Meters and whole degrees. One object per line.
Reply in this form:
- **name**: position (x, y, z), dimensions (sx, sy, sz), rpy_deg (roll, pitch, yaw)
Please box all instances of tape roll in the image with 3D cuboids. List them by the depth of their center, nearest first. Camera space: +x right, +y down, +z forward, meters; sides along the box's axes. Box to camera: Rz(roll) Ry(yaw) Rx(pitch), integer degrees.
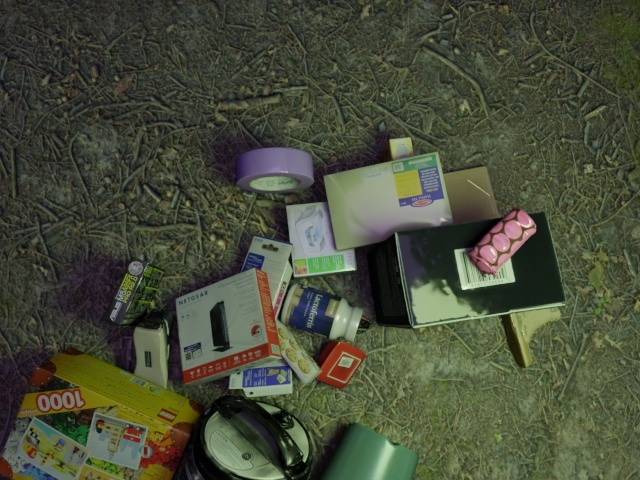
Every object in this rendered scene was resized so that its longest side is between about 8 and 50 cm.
- **tape roll**: position (-0.162, -0.243, 1.733), dimensions (0.274, 0.275, 0.090), rpy_deg (-3, 81, -6)

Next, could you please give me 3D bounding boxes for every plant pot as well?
- **plant pot**: position (0.145, 0.800, 1.587), dimensions (0.341, 0.341, 0.334), rpy_deg (28, 72, 0)

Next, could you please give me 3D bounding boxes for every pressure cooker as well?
- **pressure cooker**: position (-0.220, 0.690, 1.479), dimensions (0.369, 0.375, 0.421), rpy_deg (15, 108, -7)

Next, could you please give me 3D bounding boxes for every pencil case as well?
- **pencil case**: position (0.515, 0.005, 1.373), dimensions (0.209, 0.095, 0.098), rpy_deg (-45, 51, -9)

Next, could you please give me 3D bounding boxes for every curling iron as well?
- **curling iron**: position (0.066, 0.262, 1.795), dimensions (0.274, 0.035, 0.068), rpy_deg (30, 80, 0)

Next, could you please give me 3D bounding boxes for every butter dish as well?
- **butter dish**: position (0.054, 0.419, 1.734), dimensions (0.160, 0.118, 0.160), rpy_deg (32, 93, -37)

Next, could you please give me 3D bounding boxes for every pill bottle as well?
- **pill bottle**: position (0.008, 0.257, 1.712), dimensions (0.264, 0.153, 0.153), rpy_deg (17, 80, 7)

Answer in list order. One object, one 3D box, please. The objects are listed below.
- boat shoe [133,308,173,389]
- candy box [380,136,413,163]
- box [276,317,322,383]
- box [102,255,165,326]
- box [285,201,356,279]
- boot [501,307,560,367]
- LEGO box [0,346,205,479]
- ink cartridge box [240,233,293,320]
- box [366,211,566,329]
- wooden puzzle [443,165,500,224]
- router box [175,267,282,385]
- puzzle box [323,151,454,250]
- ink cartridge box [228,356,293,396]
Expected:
- **boat shoe**: position (-0.564, 0.399, 1.681), dimensions (0.127, 0.158, 0.341), rpy_deg (11, 110, 0)
- **candy box**: position (0.298, -0.200, 1.814), dimensions (0.087, 0.183, 0.317), rpy_deg (-6, 82, -5)
- **box**: position (-0.123, 0.349, 1.688), dimensions (0.067, 0.063, 0.324), rpy_deg (-44, 65, 3)
- **box**: position (-0.613, 0.175, 1.629), dimensions (0.060, 0.270, 0.216), rpy_deg (21, 80, -3)
- **box**: position (0.000, 0.000, 1.787), dimensions (0.231, 0.127, 0.262), rpy_deg (-5, 81, -4)
- **boot**: position (0.800, 0.328, 1.825), dimensions (0.203, 0.095, 0.262), rpy_deg (-10, 78, -8)
- **LEGO box**: position (-0.679, 0.624, 1.544), dimensions (0.500, 0.193, 0.373), rpy_deg (24, 97, -1)
- **ink cartridge box**: position (-0.212, 0.174, 1.701), dimensions (0.175, 0.069, 0.371), rpy_deg (13, 81, 29)
- **box**: position (0.443, 0.116, 1.631), dimensions (0.479, 0.472, 0.298), rpy_deg (-8, 80, -6)
- **wooden puzzle**: position (0.571, -0.155, 1.908), dimensions (0.220, 0.044, 0.239), rpy_deg (-11, 87, -7)
- **router box**: position (-0.315, 0.289, 1.627), dimensions (0.335, 0.082, 0.301), rpy_deg (-22, 65, 17)
- **puzzle box**: position (0.232, -0.132, 1.690), dimensions (0.408, 0.052, 0.272), rpy_deg (-11, 81, 7)
- **ink cartridge box**: position (-0.201, 0.447, 1.661), dimensions (0.208, 0.206, 0.045), rpy_deg (-1, 112, -5)
